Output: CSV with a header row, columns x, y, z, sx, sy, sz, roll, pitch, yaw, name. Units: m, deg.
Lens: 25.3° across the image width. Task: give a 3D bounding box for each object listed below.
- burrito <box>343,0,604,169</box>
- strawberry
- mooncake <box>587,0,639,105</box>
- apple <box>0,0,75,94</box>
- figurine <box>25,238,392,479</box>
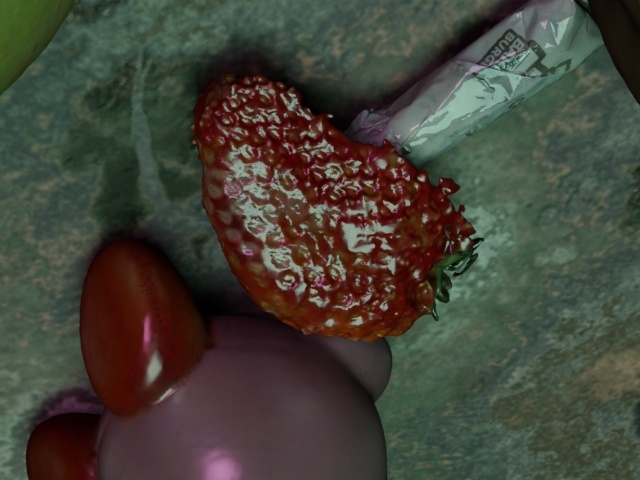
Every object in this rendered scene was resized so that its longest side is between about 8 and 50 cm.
x,y,z,sx,sy,sz,roll,pitch,yaw,name
0.105,-0.107,0.986,0.203,0.064,0.064,-32,128,12,burrito
-0.003,0.003,0.988,0.236,0.107,0.175,24,146,-13,strawberry
0.351,-0.242,0.801,0.467,0.262,0.467,-7,130,-9,mooncake
-0.263,-0.181,0.686,0.319,0.319,0.277,-6,127,-7,apple
-0.074,0.172,1.074,0.261,0.211,0.270,13,125,-21,figurine
